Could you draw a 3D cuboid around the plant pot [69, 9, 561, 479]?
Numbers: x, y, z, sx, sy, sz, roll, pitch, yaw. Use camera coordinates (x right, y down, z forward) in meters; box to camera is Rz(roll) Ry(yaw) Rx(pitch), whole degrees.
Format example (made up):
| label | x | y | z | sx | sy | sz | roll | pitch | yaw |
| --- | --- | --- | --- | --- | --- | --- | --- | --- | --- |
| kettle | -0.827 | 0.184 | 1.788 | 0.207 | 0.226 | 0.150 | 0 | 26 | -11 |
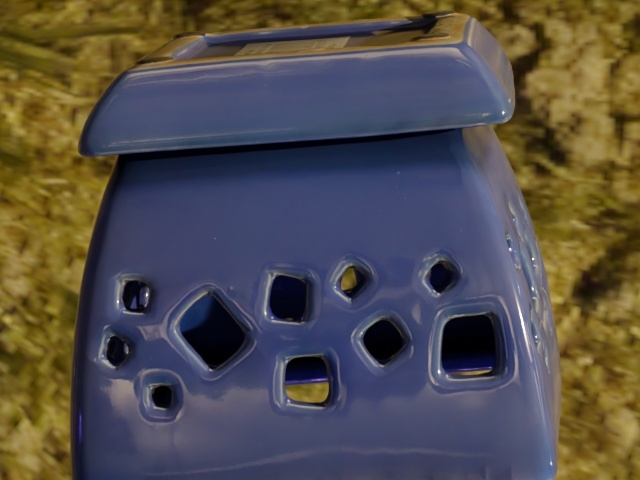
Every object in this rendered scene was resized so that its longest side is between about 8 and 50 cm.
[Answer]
| label | x | y | z | sx | sy | sz | roll | pitch | yaw |
| --- | --- | --- | --- | --- | --- | --- | --- | --- | --- |
| plant pot | 0.000 | 0.000 | 1.012 | 0.236 | 0.236 | 0.212 | -3 | 101 | 6 |
